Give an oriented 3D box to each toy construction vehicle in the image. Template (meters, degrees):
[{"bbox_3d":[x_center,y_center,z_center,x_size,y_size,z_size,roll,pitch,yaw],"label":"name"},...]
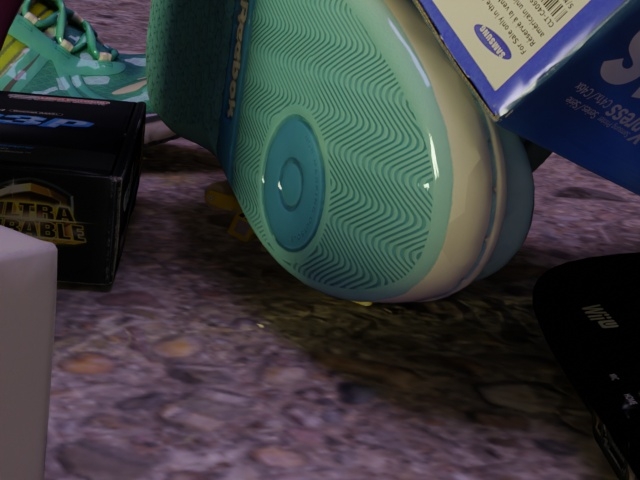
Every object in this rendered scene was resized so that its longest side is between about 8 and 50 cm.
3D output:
[{"bbox_3d":[0.000,0.000,0.617,0.098,0.035,0.086,22,21,22],"label":"toy construction vehicle"}]

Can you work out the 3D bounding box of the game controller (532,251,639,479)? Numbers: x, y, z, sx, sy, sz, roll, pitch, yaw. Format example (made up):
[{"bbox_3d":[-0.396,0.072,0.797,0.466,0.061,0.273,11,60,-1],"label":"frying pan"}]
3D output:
[{"bbox_3d":[0.169,0.055,0.408,0.166,0.067,0.319,5,14,-5],"label":"game controller"}]

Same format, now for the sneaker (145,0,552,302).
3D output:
[{"bbox_3d":[0.058,-0.065,0.595,0.208,0.127,0.319,3,22,-24],"label":"sneaker"}]

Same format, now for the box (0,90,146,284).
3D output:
[{"bbox_3d":[-0.195,-0.035,0.622,0.220,0.051,0.175,5,15,-5],"label":"box"}]

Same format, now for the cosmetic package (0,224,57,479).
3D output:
[{"bbox_3d":[-0.181,0.039,0.290,0.117,0.086,0.231,17,19,33],"label":"cosmetic package"}]

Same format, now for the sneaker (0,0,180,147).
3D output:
[{"bbox_3d":[-0.181,-0.110,0.797,0.275,0.110,0.107,5,15,-7],"label":"sneaker"}]

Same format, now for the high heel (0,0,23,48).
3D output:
[{"bbox_3d":[-0.161,-0.127,0.475,0.127,0.181,0.377,16,50,32],"label":"high heel"}]

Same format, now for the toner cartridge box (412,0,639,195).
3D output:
[{"bbox_3d":[0.148,-0.085,0.568,0.348,0.075,0.165,18,38,-50],"label":"toner cartridge box"}]
